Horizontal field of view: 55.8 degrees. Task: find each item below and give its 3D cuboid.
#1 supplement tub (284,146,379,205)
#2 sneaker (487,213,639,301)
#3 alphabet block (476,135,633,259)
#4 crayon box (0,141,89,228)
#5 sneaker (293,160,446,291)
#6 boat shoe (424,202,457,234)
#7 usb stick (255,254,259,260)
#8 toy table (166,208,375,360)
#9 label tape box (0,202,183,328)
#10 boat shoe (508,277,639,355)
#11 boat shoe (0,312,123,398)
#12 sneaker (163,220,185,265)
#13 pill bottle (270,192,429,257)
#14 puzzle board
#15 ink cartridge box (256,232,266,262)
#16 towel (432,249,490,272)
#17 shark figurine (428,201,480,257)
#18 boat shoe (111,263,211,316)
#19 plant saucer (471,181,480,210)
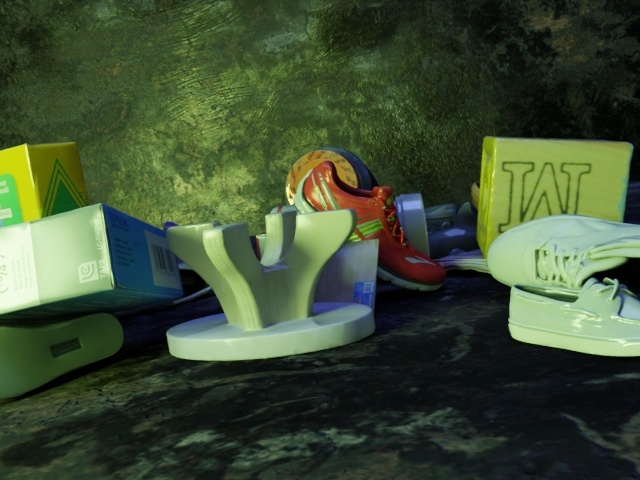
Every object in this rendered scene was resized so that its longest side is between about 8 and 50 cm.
[{"bbox_3d":[0.032,-0.104,1.375,0.193,0.194,0.316,-7,-3,12],"label":"supplement tub"},{"bbox_3d":[0.307,0.025,0.715,0.292,0.108,0.169,-2,5,42],"label":"sneaker"},{"bbox_3d":[0.366,-0.070,0.985,0.197,0.194,0.192,4,10,9],"label":"alphabet block"},{"bbox_3d":[-0.538,0.015,1.036,0.362,0.313,0.106,-5,6,31],"label":"crayon box"},{"bbox_3d":[0.089,-0.024,0.945,0.279,0.118,0.107,35,17,1],"label":"sneaker"},{"bbox_3d":[0.208,-0.011,1.402,0.320,0.103,0.118,-15,-1,-40],"label":"boat shoe"},{"bbox_3d":[-0.186,0.061,1.349,0.045,0.077,0.278,-47,20,-20],"label":"usb stick"},{"bbox_3d":[-0.075,0.050,0.768,0.274,0.161,0.252,-7,5,6],"label":"toy table"},{"bbox_3d":[-0.379,0.058,0.777,0.333,0.106,0.240,-14,-9,3],"label":"label tape box"},{"bbox_3d":[0.260,0.066,0.567,0.066,0.063,0.184,-11,5,-32],"label":"boat shoe"},{"bbox_3d":[-0.349,0.141,0.726,0.081,0.079,0.227,-22,-7,33],"label":"boat shoe"},{"bbox_3d":[-0.357,0.045,1.303,0.102,0.161,0.282,-2,9,39],"label":"sneaker"},{"bbox_3d":[0.056,-0.003,1.141,0.283,0.161,0.161,-7,5,7],"label":"pill bottle"},{"bbox_3d":[0.036,0.057,0.878,0.096,0.128,0.011,-6,-37,19],"label":"puzzle board"},{"bbox_3d":[-0.032,0.040,0.979,0.072,0.128,0.175,-6,6,18],"label":"ink cartridge box"},{"bbox_3d":[0.311,0.035,1.085,0.197,0.029,0.144,-9,4,-42],"label":"towel"},{"bbox_3d":[0.335,-0.028,1.280,0.278,0.116,0.166,-11,7,-13],"label":"shark figurine"},{"bbox_3d":[-0.308,0.083,1.148,0.084,0.095,0.258,-10,4,41],"label":"boat shoe"},{"bbox_3d":[0.376,-0.042,1.201,0.037,0.200,0.200,-53,-12,19],"label":"plant saucer"}]
